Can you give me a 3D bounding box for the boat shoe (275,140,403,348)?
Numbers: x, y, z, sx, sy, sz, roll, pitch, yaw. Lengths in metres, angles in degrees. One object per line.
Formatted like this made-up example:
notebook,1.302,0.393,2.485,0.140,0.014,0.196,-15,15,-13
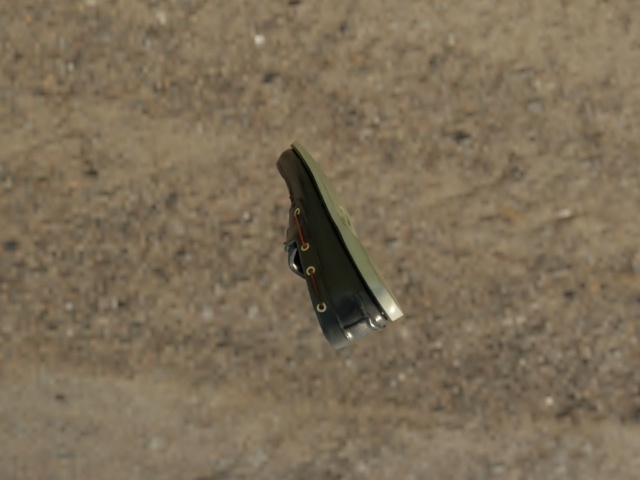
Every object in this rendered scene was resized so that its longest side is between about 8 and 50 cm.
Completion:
boat shoe,-0.001,-0.001,0.865,0.042,0.133,0.049,-31,137,6
